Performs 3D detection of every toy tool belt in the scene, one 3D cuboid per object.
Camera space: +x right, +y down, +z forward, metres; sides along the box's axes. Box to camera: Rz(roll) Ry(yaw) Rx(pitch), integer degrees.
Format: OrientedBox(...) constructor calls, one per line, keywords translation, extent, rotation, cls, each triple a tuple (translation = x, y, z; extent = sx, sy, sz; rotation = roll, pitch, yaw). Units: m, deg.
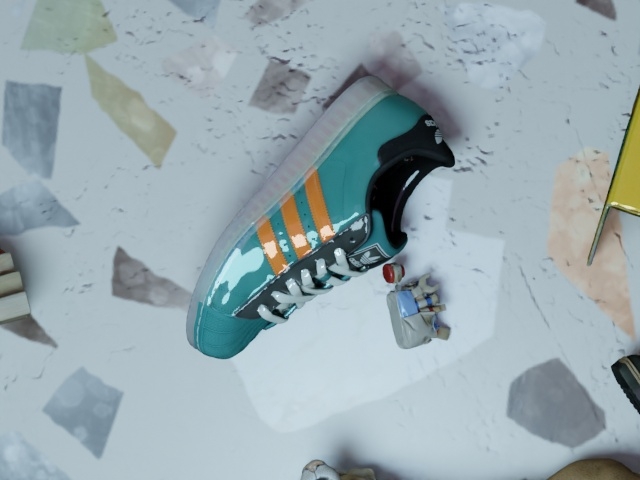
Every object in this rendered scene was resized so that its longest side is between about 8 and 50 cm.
OrientedBox(translation=(0.090, 0.057, 1.593), extent=(0.051, 0.052, 0.083), rotation=(-13, 92, -22), cls="toy tool belt")

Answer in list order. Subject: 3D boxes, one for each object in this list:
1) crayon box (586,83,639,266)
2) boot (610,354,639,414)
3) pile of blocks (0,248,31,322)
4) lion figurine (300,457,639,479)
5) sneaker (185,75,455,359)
OrientedBox(translation=(0.312, -0.123, 1.474), extent=(0.083, 0.203, 0.323), rotation=(17, 94, 8), cls="crayon box")
OrientedBox(translation=(0.368, 0.146, 1.540), extent=(0.137, 0.077, 0.198), rotation=(-42, 98, 3), cls="boot")
OrientedBox(translation=(-0.447, 0.062, 1.623), extent=(0.362, 0.149, 0.112), rotation=(-16, 88, 9), cls="pile of blocks")
OrientedBox(translation=(0.169, 0.264, 1.526), extent=(0.392, 0.240, 0.142), rotation=(-6, 109, -7), cls="lion figurine")
OrientedBox(translation=(0.000, 0.000, 1.562), extent=(0.121, 0.108, 0.302), rotation=(39, 95, 23), cls="sneaker")
